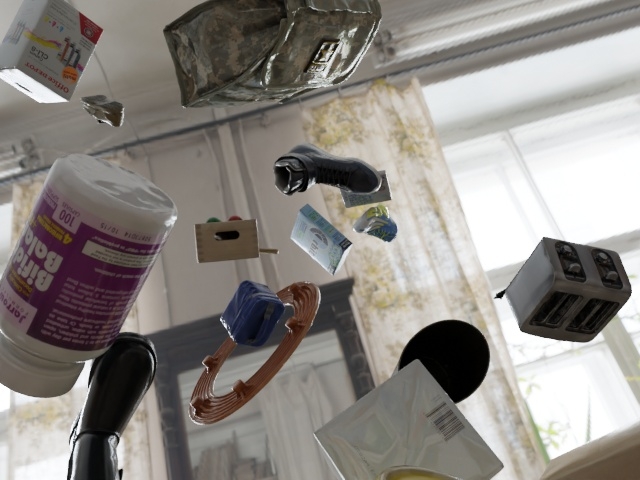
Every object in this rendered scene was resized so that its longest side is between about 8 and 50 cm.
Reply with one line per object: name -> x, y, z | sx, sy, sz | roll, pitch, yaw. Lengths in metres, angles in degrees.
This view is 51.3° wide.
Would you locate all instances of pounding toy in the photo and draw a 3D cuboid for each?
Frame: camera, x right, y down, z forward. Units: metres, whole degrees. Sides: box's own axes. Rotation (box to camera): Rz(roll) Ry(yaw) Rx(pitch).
pounding toy -> -0.184, -0.008, 1.468 | 0.181, 0.094, 0.206 | -5, 2, -11

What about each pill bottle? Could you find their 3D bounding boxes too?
pill bottle -> -0.327, 0.052, 0.883 | 0.169, 0.169, 0.301 | 18, -72, -42

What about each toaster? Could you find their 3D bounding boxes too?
toaster -> 0.448, 0.097, 1.234 | 0.168, 0.110, 0.185 | 12, -49, -13

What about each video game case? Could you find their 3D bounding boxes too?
video game case -> 0.143, -0.163, 2.140 | 0.157, 0.019, 0.143 | -10, -36, 9

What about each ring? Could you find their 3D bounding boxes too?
ring -> -0.132, 0.197, 1.248 | 0.336, 0.336, 0.032 | -36, -71, 28

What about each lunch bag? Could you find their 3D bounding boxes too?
lunch bag -> -0.066, -0.322, 1.086 | 0.287, 0.169, 0.235 | -12, 4, 41
lunch bag -> -0.107, 0.121, 1.046 | 0.067, 0.065, 0.098 | 18, -73, -40

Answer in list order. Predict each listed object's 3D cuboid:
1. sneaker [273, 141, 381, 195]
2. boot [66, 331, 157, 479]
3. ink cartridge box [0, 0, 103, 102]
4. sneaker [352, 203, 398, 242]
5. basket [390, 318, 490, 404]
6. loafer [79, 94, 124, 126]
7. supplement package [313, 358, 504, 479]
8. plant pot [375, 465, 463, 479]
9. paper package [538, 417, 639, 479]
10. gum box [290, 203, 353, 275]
sneaker -> 0.005, -0.136, 1.453 | 0.163, 0.226, 0.086 | -41, -34, -55
boot -> -0.293, 0.281, 0.931 | 0.094, 0.207, 0.246 | 19, -67, -26
ink cartridge box -> -0.556, -0.385, 1.351 | 0.127, 0.176, 0.128 | 10, -15, 40
sneaker -> 0.194, -0.047, 2.177 | 0.091, 0.126, 0.240 | -47, -6, 29
basket -> 0.226, 0.283, 1.379 | 0.204, 0.154, 0.227 | -34, -17, -21
loafer -> -0.468, -0.277, 1.423 | 0.056, 0.148, 0.050 | -19, -58, -36
supplement package -> 0.135, 0.357, 1.059 | 0.198, 0.199, 0.262 | -33, -27, -12
plant pot -> 0.102, 0.386, 0.703 | 0.254, 0.254, 0.239 | 14, -84, -39
paper package -> 0.659, 0.552, 1.360 | 0.325, 0.309, 0.168 | -38, -13, 28
gum box -> 0.000, 0.000, 2.004 | 0.041, 0.184, 0.157 | -41, -15, -32
